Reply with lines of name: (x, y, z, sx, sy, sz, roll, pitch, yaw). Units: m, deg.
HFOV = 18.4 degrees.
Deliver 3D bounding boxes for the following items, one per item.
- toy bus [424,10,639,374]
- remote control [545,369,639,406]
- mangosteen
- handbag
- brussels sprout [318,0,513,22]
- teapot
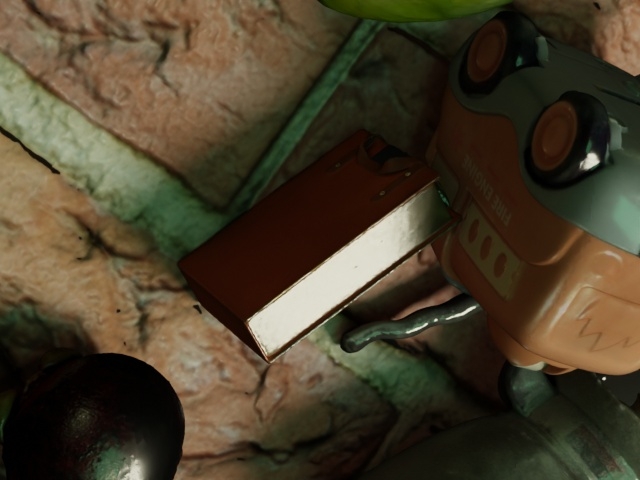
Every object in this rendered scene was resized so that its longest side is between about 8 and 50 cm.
toy bus: (0.191, -0.023, 1.509, 0.194, 0.287, 0.232, 14, 114, -28)
remote control: (0.282, 0.129, 1.764, 0.245, 0.025, 0.063, -9, 117, -25)
mangosteen: (-0.175, 0.148, 1.458, 0.152, 0.152, 0.152, -11, 114, -25)
handbag: (0.000, 0.000, 1.496, 0.190, 0.127, 0.063, -37, 122, -12)
brussels sprout: (0.060, -0.314, 1.319, 0.371, 0.315, 0.276, 46, 61, -28)
teapot: (0.157, 0.193, 1.635, 0.285, 0.305, 0.223, -37, 156, -9)
